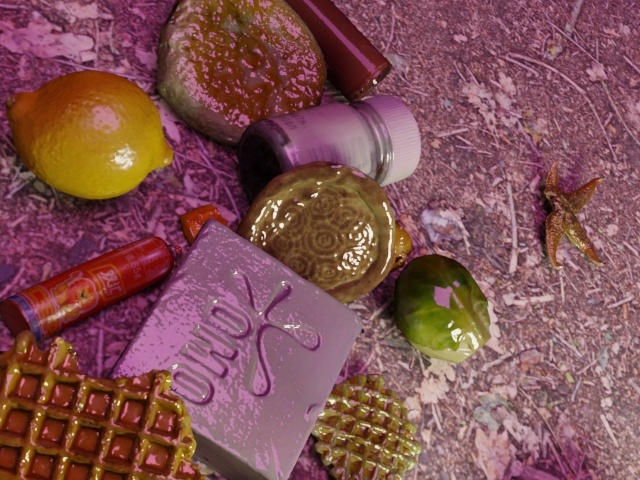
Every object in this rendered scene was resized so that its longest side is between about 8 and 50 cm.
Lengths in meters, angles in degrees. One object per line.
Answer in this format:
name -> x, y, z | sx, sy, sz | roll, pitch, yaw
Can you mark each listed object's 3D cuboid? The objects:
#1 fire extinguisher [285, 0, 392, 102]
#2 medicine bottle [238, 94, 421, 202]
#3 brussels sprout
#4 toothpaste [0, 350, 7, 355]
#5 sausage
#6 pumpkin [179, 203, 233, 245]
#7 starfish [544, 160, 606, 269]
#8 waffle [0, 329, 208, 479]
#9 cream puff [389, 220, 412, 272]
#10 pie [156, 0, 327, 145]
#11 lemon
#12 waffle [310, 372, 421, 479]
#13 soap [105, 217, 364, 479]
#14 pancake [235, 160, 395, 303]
fire extinguisher -> -0.033, -0.389, 1.727 | 0.147, 0.106, 0.337 | -43, 87, -15
medicine bottle -> 0.016, -0.141, 1.549 | 0.273, 0.165, 0.165 | -18, 73, -33
brussels sprout -> 0.195, 0.112, 1.531 | 0.181, 0.144, 0.161 | 59, 14, 19
toothpaste -> -0.459, 0.175, 1.179 | 0.266, 0.061, 0.096 | 9, 58, -32
sausage -> -0.306, 0.060, 1.317 | 0.274, 0.074, 0.074 | -28, 79, -39
pumpkin -> -0.170, -0.010, 1.458 | 0.073, 0.035, 0.101 | -26, 80, -35
starfish -> 0.492, -0.037, 1.848 | 0.138, 0.050, 0.247 | 20, 62, -20
waffle -> -0.295, 0.255, 1.150 | 0.300, 0.058, 0.281 | 37, 77, 2
cream puff -> 0.075, 0.002, 1.536 | 0.144, 0.126, 0.103 | 39, 74, 1
pie -> -0.130, -0.305, 1.605 | 0.323, 0.070, 0.323 | 8, 71, -25
lemon -> -0.330, -0.153, 1.357 | 0.244, 0.187, 0.187 | 13, 57, -18
waffle -> 0.067, 0.291, 1.416 | 0.183, 0.036, 0.169 | -26, 79, -37
soap -> -0.119, 0.164, 1.332 | 0.285, 0.107, 0.296 | 33, 58, -9
pancake -> 0.000, 0.000, 1.445 | 0.250, 0.250, 0.031 | 25, 16, -15
